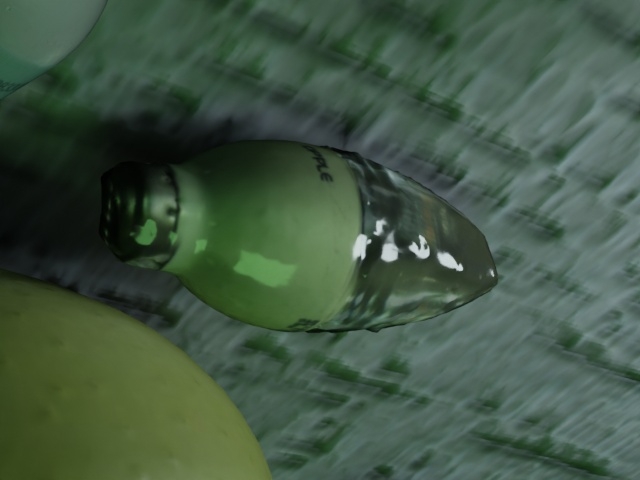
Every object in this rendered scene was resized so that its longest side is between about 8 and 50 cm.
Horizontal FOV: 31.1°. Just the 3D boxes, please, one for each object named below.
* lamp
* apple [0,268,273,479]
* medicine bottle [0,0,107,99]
[{"bbox_3d":[0.000,0.000,0.602,0.250,0.101,0.101,7,136,-35],"label":"lamp"},{"bbox_3d":[-0.202,0.175,0.541,0.357,0.357,0.357,-10,141,-8],"label":"apple"},{"bbox_3d":[-0.143,-0.099,0.412,0.352,0.110,0.110,-28,140,14],"label":"medicine bottle"}]
